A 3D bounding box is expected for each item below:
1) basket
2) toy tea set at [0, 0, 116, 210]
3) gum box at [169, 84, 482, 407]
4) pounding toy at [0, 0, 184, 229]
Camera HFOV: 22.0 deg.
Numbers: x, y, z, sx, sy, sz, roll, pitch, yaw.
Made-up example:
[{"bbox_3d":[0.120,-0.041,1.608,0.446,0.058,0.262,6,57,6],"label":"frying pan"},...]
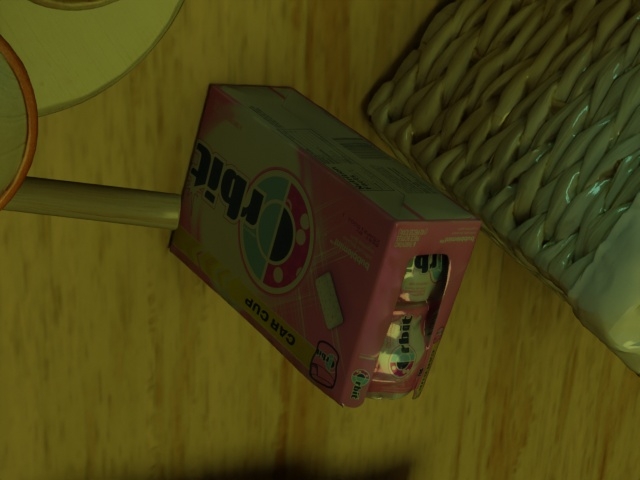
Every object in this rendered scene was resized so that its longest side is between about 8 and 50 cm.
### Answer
[{"bbox_3d":[0.258,-0.072,1.007,0.328,0.266,0.331,-53,137,2],"label":"basket"},{"bbox_3d":[-0.208,-0.136,0.606,0.336,0.124,0.200,30,94,-21],"label":"toy tea set"},{"bbox_3d":[0.000,0.000,0.902,0.062,0.188,0.107,-2,118,-38],"label":"gum box"},{"bbox_3d":[-0.152,-0.126,0.751,0.183,0.110,0.237,-2,104,-15],"label":"pounding toy"}]
